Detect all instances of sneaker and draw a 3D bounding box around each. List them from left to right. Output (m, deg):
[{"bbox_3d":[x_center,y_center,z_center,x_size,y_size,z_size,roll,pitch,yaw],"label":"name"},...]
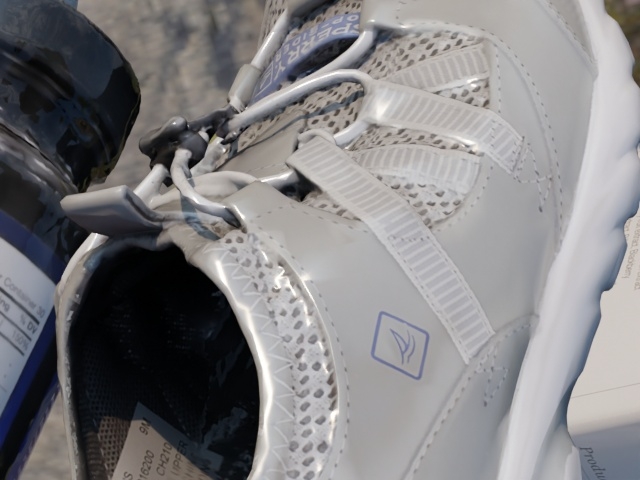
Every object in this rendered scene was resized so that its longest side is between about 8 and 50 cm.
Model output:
[{"bbox_3d":[0.000,0.000,0.436,0.115,0.105,0.281,32,40,-27],"label":"sneaker"}]

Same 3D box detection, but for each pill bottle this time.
[{"bbox_3d":[-0.135,0.030,0.571,0.123,0.123,0.219,37,60,-26],"label":"pill bottle"}]

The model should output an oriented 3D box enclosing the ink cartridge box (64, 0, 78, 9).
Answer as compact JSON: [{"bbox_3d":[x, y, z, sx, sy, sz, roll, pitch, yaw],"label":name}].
[{"bbox_3d":[-0.264,-0.186,1.138,0.189,0.232,0.066,-4,122,-28],"label":"ink cartridge box"}]

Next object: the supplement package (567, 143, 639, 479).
[{"bbox_3d":[0.191,0.064,0.795,0.177,0.293,0.175,56,36,-28],"label":"supplement package"}]

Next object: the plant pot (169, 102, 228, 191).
[{"bbox_3d":[0.026,-0.048,1.462,0.275,0.293,0.275,33,41,-34],"label":"plant pot"}]
